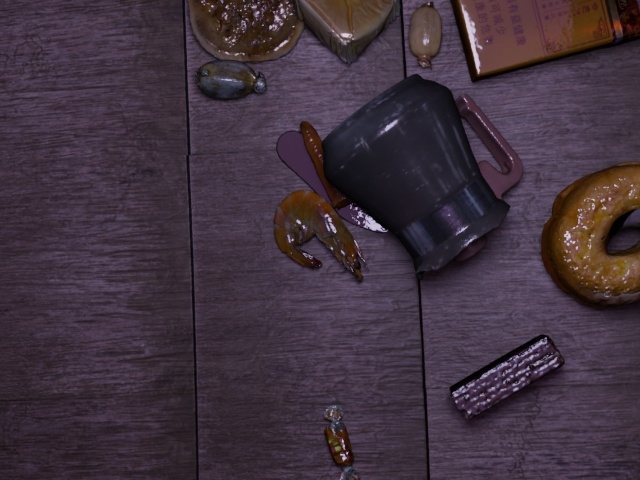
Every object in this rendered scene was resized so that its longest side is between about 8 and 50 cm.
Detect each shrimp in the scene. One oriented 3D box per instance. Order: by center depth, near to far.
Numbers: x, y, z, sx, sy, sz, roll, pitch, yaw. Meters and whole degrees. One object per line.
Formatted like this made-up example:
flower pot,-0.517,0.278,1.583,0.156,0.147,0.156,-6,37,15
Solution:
shrimp,0.000,0.000,1.813,0.249,0.068,0.150,43,104,12

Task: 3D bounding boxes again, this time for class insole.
insole,0.035,-0.128,1.842,0.328,0.007,0.111,38,90,8

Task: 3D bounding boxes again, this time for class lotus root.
lotus root,0.227,-0.446,1.814,0.073,0.062,0.150,2,85,7
lotus root,-0.197,-0.356,1.849,0.165,0.088,0.088,3,86,3

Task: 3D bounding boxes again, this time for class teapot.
teapot,0.226,-0.139,1.707,0.376,0.305,0.361,-36,92,-26

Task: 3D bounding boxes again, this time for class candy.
candy,0.044,0.441,1.781,0.053,0.046,0.182,-16,82,3

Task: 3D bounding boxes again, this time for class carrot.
carrot,0.008,-0.171,1.819,0.061,0.061,0.209,-30,80,4

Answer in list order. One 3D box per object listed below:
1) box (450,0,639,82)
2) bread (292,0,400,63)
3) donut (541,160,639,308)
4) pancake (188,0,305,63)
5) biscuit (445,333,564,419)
box,0.491,-0.509,1.745,0.416,0.116,0.264,-15,92,4
bread,0.054,-0.515,1.809,0.210,0.110,0.192,43,82,2
donut,0.615,-0.010,1.698,0.299,0.150,0.317,27,89,5
pancake,-0.164,-0.525,1.873,0.283,0.049,0.282,0,87,3
biscuit,0.376,0.281,1.725,0.252,0.106,0.070,-31,82,3
